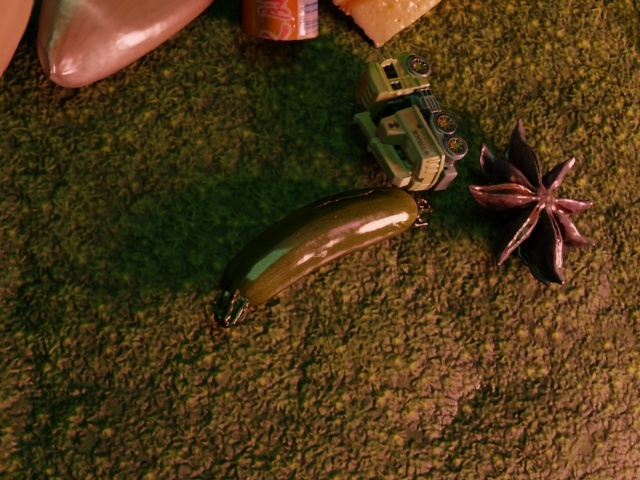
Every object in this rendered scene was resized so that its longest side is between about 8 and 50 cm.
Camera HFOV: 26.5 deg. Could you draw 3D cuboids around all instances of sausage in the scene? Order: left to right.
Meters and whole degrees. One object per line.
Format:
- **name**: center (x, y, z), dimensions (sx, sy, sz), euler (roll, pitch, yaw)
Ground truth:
- **sausage**: center (-0.048, -0.389, 1.548), dimensions (0.093, 0.093, 0.312), euler (-8, 111, -22)

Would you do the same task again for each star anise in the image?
- **star anise**: center (0.243, -0.039, 1.619), dimensions (0.181, 0.061, 0.204), euler (-22, 82, -38)

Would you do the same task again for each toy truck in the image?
- **toy truck**: center (0.096, -0.135, 1.593), dimensions (0.100, 0.077, 0.169), euler (-12, 68, -26)

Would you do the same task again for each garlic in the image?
- **garlic**: center (-0.212, -0.288, 1.531), dimensions (0.318, 0.112, 0.143), euler (-39, 103, -27)

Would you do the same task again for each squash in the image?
- **squash**: center (-0.002, -0.001, 1.513), dimensions (0.318, 0.071, 0.080), euler (-27, 61, -30)

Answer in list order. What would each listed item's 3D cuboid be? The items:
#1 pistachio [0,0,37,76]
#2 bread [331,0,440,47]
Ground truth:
- **pistachio**: center (-0.390, -0.265, 1.422), dimensions (0.187, 0.187, 0.299), euler (14, 69, -14)
- **bread**: center (0.138, -0.375, 1.624), dimensions (0.167, 0.163, 0.264), euler (42, 68, -30)
